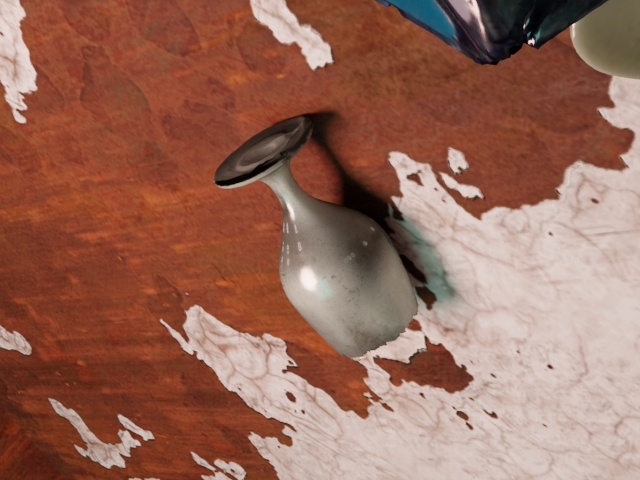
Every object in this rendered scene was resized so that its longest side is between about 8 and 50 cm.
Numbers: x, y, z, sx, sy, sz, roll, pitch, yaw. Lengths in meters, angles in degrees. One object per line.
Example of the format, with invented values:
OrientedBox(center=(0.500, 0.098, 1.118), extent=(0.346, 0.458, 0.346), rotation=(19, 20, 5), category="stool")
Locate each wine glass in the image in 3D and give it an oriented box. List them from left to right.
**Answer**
OrientedBox(center=(0.000, 0.000, 1.481), extent=(0.126, 0.126, 0.241), rotation=(-5, 124, 50), category="wine glass")

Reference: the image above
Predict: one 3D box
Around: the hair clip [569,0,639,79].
OrientedBox(center=(0.288, -0.175, 0.981), extent=(0.282, 0.113, 0.172), rotation=(-3, 131, 31), category="hair clip")

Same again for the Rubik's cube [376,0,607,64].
OrientedBox(center=(0.091, -0.312, 0.739), extent=(0.310, 0.305, 0.307), rotation=(39, 159, 52), category="Rubik's cube")
